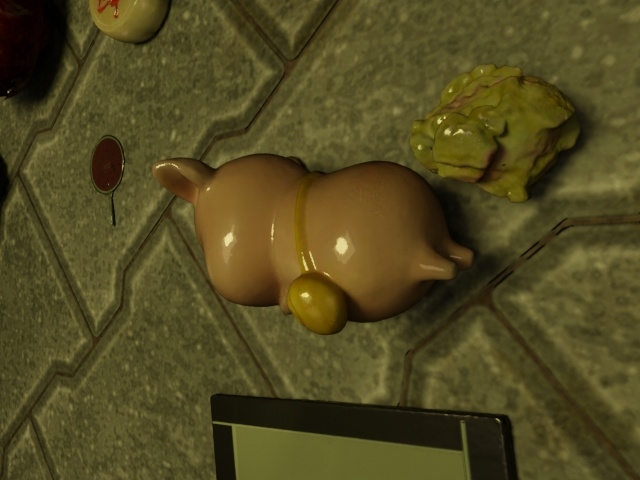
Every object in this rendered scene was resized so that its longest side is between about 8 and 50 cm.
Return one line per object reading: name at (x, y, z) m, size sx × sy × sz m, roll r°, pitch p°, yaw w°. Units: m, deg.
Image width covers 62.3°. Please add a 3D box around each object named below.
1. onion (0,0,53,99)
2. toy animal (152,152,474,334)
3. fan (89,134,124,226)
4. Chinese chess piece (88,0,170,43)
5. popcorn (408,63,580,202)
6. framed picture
onion at (-0.506, -0.334, 0.791) m, size 0.246 × 0.190 × 0.246 m, roll 3°, pitch 93°, yaw 56°
toy animal at (-0.001, -0.001, 0.442) m, size 0.248 × 0.165 × 0.149 m, roll 17°, pitch 95°, yaw 29°
fan at (-0.302, -0.085, 0.753) m, size 0.085 × 0.005 × 0.133 m, roll -15°, pitch 81°, yaw 35°
Chinese chess piece at (-0.247, -0.318, 0.682) m, size 0.122 × 0.051 × 0.121 m, roll 0°, pitch 90°, yaw 36°
popcorn at (0.127, -0.081, 0.392) m, size 0.109 × 0.089 × 0.096 m, roll -22°, pitch 42°, yaw 26°
framed picture at (0.023, 0.286, 0.510) m, size 0.347 × 0.016 × 0.264 m, roll -10°, pitch 85°, yaw 35°
